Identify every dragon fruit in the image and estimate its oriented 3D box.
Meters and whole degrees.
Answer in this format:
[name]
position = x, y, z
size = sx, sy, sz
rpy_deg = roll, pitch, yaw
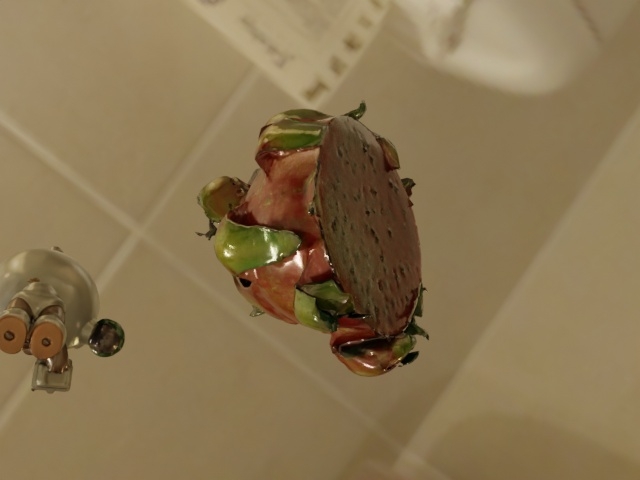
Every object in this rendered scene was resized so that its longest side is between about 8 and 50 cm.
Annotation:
[dragon fruit]
position = 0.000, 0.000, 0.808
size = 0.142, 0.138, 0.175
rpy_deg = -10, -177, -39

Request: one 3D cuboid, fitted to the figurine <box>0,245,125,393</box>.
[figurine]
position = -0.230, 0.065, 1.272
size = 0.147, 0.093, 0.197
rpy_deg = 14, -163, -7
